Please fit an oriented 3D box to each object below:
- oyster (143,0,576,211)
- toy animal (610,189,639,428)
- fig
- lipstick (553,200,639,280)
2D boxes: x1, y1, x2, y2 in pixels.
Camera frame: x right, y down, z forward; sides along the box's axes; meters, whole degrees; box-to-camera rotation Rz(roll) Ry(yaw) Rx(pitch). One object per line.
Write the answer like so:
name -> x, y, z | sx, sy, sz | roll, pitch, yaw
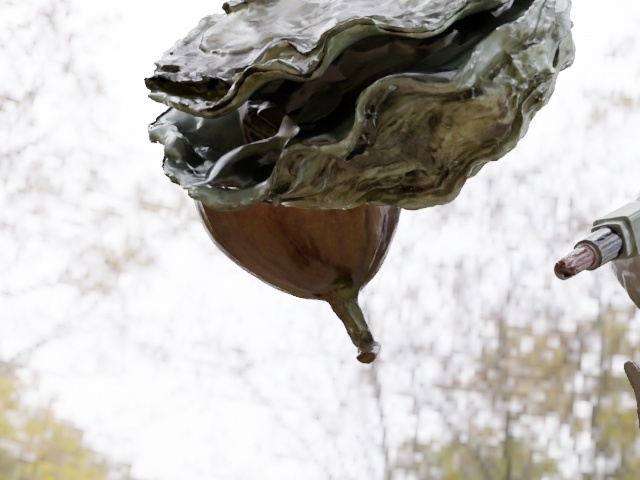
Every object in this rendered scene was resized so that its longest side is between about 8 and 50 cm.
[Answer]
oyster -> 0.037, -0.084, 1.016 | 0.267, 0.198, 0.112 | -16, -69, -18
toy animal -> 0.334, 0.069, 1.723 | 0.284, 0.302, 0.225 | 42, -60, 18
fig -> 0.001, -0.020, 1.504 | 0.202, 0.149, 0.148 | 48, -15, -5
lipstick -> 0.160, 0.002, 1.099 | 0.025, 0.107, 0.025 | -9, -81, 39
